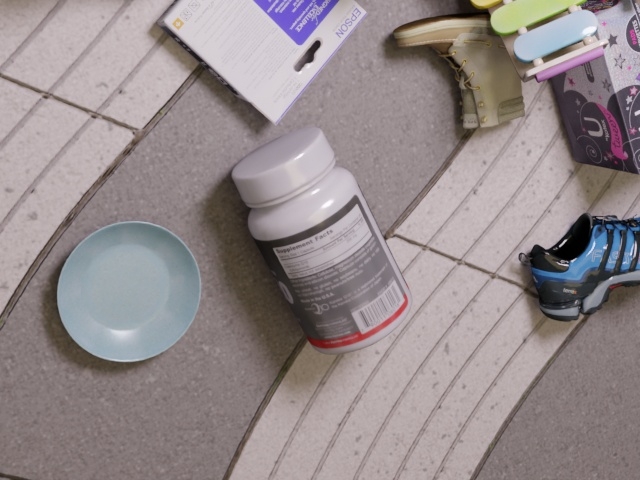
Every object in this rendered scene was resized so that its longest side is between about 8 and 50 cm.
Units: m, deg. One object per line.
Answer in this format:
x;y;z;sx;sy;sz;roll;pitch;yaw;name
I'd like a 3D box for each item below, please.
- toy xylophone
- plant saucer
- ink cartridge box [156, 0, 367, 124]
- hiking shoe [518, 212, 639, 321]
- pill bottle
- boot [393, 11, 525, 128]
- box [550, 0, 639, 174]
0.302;-0.370;1.474;0.236;0.081;0.323;-31;71;4;toy xylophone
-0.259;0.066;1.460;0.194;0.037;0.195;-5;103;-21;plant saucer
-0.075;-0.297;1.448;0.208;0.045;0.206;42;84;-23;ink cartridge box
0.464;0.006;1.699;0.304;0.113;0.132;-31;112;-13;hiking shoe
0.000;0.000;1.483;0.161;0.161;0.283;-32;111;-13;pill bottle
0.206;-0.241;1.560;0.213;0.077;0.165;-9;107;-23;boot
0.442;-0.241;1.606;0.142;0.163;0.247;-29;111;-15;box
